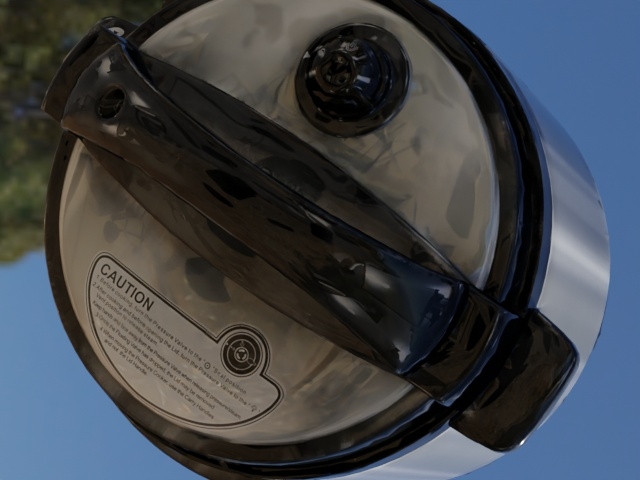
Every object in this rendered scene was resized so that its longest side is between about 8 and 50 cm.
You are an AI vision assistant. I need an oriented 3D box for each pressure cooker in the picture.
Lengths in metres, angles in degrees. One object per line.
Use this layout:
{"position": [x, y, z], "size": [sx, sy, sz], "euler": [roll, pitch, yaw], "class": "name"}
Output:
{"position": [0.002, -0.006, 1.368], "size": [0.420, 0.370, 0.375], "euler": [26, 57, -71], "class": "pressure cooker"}
